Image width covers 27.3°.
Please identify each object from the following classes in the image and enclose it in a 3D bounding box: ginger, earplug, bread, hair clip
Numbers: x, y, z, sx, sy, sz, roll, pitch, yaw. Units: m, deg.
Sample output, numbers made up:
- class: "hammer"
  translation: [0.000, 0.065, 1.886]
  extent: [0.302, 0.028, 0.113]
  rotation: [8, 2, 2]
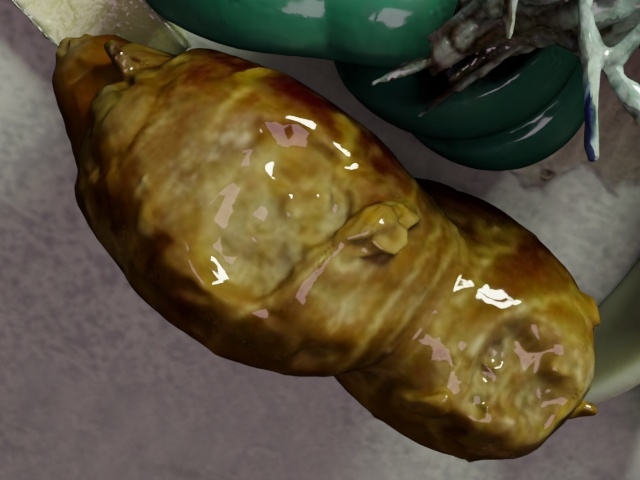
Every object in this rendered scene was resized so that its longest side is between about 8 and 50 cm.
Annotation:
- class: "ginger"
  translation: [-0.007, -0.006, 0.802]
  extent: [0.357, 0.274, 0.152]
  rotation: [30, 98, -21]
- class: "earplug"
  translation: [0.043, -0.126, 0.817]
  extent: [0.257, 0.164, 0.280]
  rotation: [-22, 138, 30]
- class: "bread"
  translation: [-0.158, -0.161, 0.864]
  extent: [0.068, 0.028, 0.154]
  rotation: [-41, 107, 12]
- class: "hair clip"
  translation: [0.250, 0.043, 0.902]
  extent: [0.113, 0.172, 0.282]
  rotation: [20, 119, -2]

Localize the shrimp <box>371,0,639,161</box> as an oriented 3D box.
- class: "shrimp"
  translation: [0.211, -0.179, 0.626]
  extent: [0.410, 0.166, 0.221]
  rotation: [-46, 139, 9]
